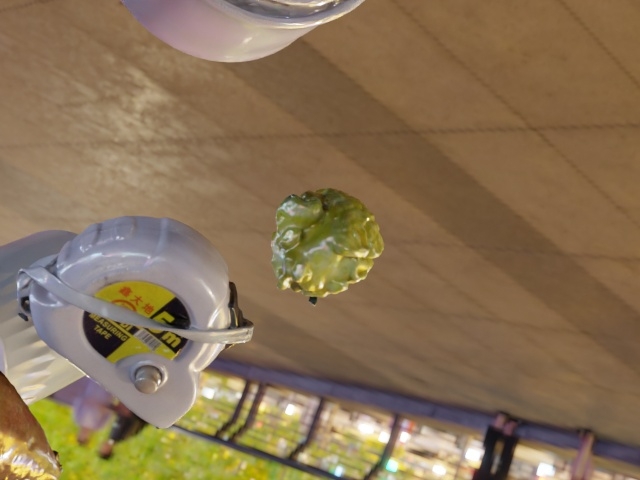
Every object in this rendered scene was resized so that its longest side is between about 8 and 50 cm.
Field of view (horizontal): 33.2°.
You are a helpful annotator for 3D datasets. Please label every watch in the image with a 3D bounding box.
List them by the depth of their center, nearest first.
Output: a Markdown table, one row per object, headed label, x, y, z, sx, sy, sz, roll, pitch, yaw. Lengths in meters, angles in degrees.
| label | x | y | z | sx | sy | sz | roll | pitch | yaw |
| --- | --- | --- | --- | --- | --- | --- | --- | --- | --- |
| watch | -0.055 | -0.259 | 0.726 | 0.231 | 0.244 | 0.196 | 12 | 169 | -25 |

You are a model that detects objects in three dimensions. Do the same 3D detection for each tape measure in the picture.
| label | x | y | z | sx | sy | sz | roll | pitch | yaw |
| --- | --- | --- | --- | --- | --- | --- | --- | --- | --- |
| tape measure | -0.184 | 0.070 | 1.116 | 0.236 | 0.197 | 0.120 | 42 | -158 | -25 |

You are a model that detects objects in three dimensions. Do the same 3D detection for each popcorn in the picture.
| label | x | y | z | sx | sy | sz | roll | pitch | yaw |
| --- | --- | --- | --- | --- | --- | --- | --- | --- | --- |
| popcorn | 0.002 | 0.009 | 1.531 | 0.173 | 0.173 | 0.142 | 18 | 144 | 11 |

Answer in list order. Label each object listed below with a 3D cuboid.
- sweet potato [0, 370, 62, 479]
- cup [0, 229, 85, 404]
| label | x | y | z | sx | sy | sz | roll | pitch | yaw |
| --- | --- | --- | --- | --- | --- | --- | --- | --- | --- |
| sweet potato | -0.325 | 0.128 | 0.860 | 0.131 | 0.131 | 0.336 | 11 | 150 | 32 |
| cup | -0.479 | 0.131 | 1.667 | 0.253 | 0.253 | 0.371 | 18 | -167 | 11 |
